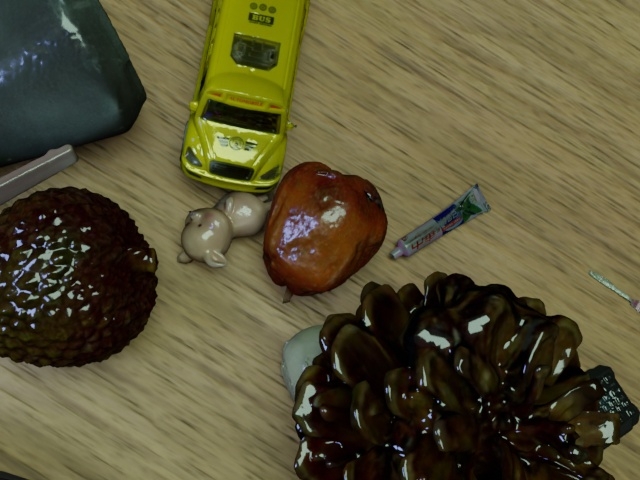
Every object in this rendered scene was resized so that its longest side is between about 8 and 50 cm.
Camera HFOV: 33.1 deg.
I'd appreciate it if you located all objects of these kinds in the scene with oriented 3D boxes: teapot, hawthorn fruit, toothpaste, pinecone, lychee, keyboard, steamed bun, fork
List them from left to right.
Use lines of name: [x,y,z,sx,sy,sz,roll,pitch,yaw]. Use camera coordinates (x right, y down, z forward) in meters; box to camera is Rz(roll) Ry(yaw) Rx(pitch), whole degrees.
teapot: [-0.406,-0.172,1.356,0.344,0.253,0.300,-32,52,-7]
lychee: [-0.330,0.049,1.338,0.271,0.236,0.236,-18,81,4]
hawthorn fruit: [0.005,-0.014,1.433,0.173,0.173,0.179,24,60,-4]
steamed bun: [0.010,0.175,1.435,0.112,0.091,0.130,-16,81,-14]
toothpaste: [0.169,-0.021,1.536,0.170,0.028,0.045,-32,96,-17]
pinecone: [0.169,0.237,1.280,0.397,0.398,0.398,2,78,-9]
keyboard: [0.325,0.279,1.504,0.262,0.016,0.106,-31,85,-14]
fork: [0.439,0.078,1.570,0.115,0.012,0.016,33,71,3]

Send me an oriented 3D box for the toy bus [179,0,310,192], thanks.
toy bus: [-0.094,-0.237,1.461,0.144,0.152,0.330,11,70,-8]

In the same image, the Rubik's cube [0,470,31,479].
Rubik's cube: [-0.455,0.400,1.208,0.310,0.305,0.307,22,78,-7]

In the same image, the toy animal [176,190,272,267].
toy animal: [-0.128,-0.019,1.457,0.150,0.083,0.089,-37,90,-16]
